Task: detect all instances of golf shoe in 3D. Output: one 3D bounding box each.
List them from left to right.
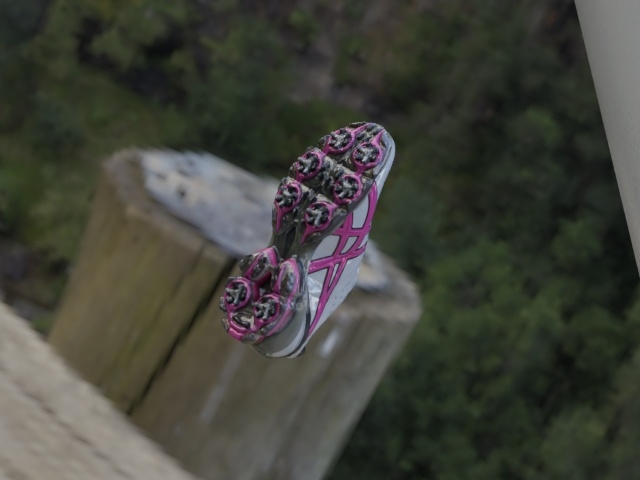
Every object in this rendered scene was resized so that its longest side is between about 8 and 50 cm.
[{"bbox_3d":[0.000,0.000,1.452,0.067,0.186,0.086,33,0,37],"label":"golf shoe"}]

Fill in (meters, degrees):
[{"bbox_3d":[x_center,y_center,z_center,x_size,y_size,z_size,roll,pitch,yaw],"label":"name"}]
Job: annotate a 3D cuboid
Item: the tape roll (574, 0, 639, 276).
[{"bbox_3d":[0.191,-0.063,0.515,0.246,0.246,0.169,-2,77,-57],"label":"tape roll"}]
